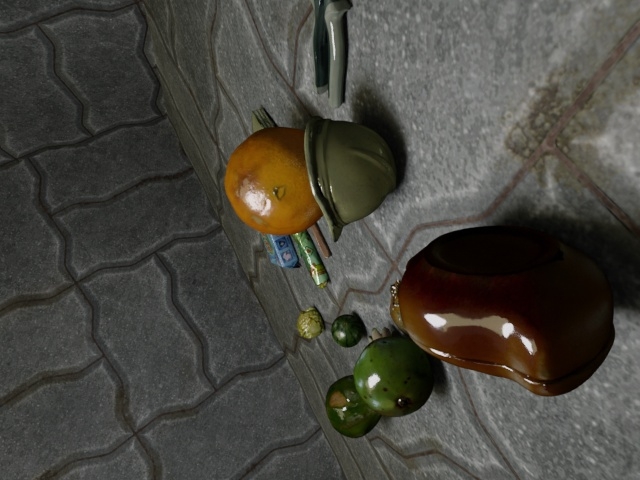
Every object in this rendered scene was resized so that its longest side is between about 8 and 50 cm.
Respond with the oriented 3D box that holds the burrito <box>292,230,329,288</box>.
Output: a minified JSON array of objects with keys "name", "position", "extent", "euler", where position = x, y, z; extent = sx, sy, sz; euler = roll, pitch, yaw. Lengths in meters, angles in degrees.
[{"name":"burrito","position":[-0.052,0.029,1.428],"extent":[0.288,0.054,0.104],"euler":[64,163,2]}]

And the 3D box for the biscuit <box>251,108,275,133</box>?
[{"name":"biscuit","position":[-0.164,-0.272,1.362],"extent":[0.150,0.052,0.252],"euler":[58,158,32]}]

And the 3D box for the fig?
[{"name":"fig","position":[0.131,0.534,1.392],"extent":[0.245,0.195,0.195],"euler":[-16,99,36]}]

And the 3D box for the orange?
[{"name":"orange","position":[-0.096,-0.140,1.029],"extent":[0.261,0.261,0.261],"euler":[52,157,34]}]

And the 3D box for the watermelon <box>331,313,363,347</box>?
[{"name":"watermelon","position":[0.079,0.276,1.298],"extent":[0.109,0.109,0.109],"euler":[52,157,34]}]

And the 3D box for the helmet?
[{"name":"helmet","position":[0.073,-0.119,0.805],"extent":[0.257,0.137,0.204],"euler":[64,-153,-52]}]

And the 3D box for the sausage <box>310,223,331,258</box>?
[{"name":"sausage","position":[0.000,0.000,1.293],"extent":[0.116,0.026,0.026],"euler":[65,161,4]}]

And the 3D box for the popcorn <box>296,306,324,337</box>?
[{"name":"popcorn","position":[-0.045,0.325,1.673],"extent":[0.116,0.106,0.120],"euler":[51,157,13]}]

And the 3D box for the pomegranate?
[{"name":"pomegranate","position":[0.165,0.295,1.013],"extent":[0.225,0.187,0.187],"euler":[-96,-6,-60]}]

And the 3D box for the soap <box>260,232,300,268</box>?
[{"name":"soap","position":[-0.176,-0.024,1.645],"extent":[0.156,0.077,0.293],"euler":[7,119,68]}]

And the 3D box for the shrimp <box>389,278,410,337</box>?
[{"name":"shrimp","position":[0.197,0.169,0.965],"extent":[0.124,0.034,0.178],"euler":[46,154,38]}]

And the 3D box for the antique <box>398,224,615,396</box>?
[{"name":"antique","position":[0.209,0.065,0.525],"extent":[0.278,0.224,0.129],"euler":[-123,16,-71]}]

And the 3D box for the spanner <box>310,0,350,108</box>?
[{"name":"spanner","position":[0.014,-0.394,0.771],"extent":[0.095,0.040,0.324],"euler":[52,158,32]}]
